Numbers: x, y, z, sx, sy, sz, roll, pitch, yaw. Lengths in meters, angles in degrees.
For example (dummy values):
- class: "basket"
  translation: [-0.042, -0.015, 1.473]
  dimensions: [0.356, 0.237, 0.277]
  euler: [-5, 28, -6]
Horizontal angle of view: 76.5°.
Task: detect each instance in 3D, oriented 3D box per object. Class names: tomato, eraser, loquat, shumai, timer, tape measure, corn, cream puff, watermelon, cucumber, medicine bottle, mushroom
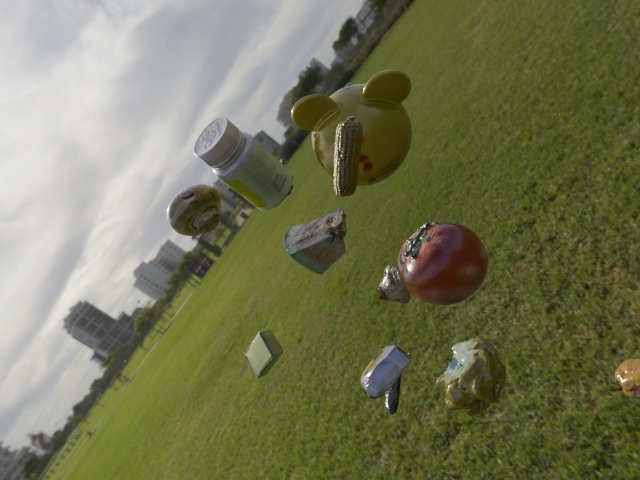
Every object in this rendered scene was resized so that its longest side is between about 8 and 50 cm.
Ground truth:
- class: "tomato"
  translation: [0.448, 0.090, 1.487]
  dimensions: [0.322, 0.321, 0.321]
  euler: [-49, 12, 15]
- class: "eraser"
  translation: [-0.216, 0.428, 1.543]
  dimensions: [0.058, 0.117, 0.172]
  euler: [-10, -36, -44]
- class: "loquat"
  translation: [1.004, 0.438, 1.275]
  dimensions: [0.137, 0.112, 0.137]
  euler: [-35, 41, 38]
- class: "shumai"
  translation: [0.332, 0.225, 1.935]
  dimensions: [0.120, 0.202, 0.201]
  euler: [-21, 1, -20]
- class: "timer"
  translation: [0.127, -0.377, 1.345]
  dimensions: [0.376, 0.375, 0.387]
  euler: [-56, -32, -14]
- class: "tape measure"
  translation: [0.226, 0.444, 1.385]
  dimensions: [0.196, 0.105, 0.178]
  euler: [-51, -8, 2]
- class: "corn"
  translation: [0.067, -0.208, 1.026]
  dimensions: [0.068, 0.068, 0.208]
  euler: [-77, -8, -63]
- class: "cream puff"
  translation: [0.696, 0.611, 1.782]
  dimensions: [0.323, 0.269, 0.274]
  euler: [-54, 10, -22]
- class: "watermelon"
  translation: [-0.001, 0.014, 1.823]
  dimensions: [0.301, 0.151, 0.264]
  euler: [-20, 30, 8]
- class: "cucumber"
  translation: [0.363, 0.747, 2.032]
  dimensions: [0.304, 0.072, 0.081]
  euler: [-66, -16, -57]
- class: "medicine bottle"
  translation: [-0.297, -0.297, 1.621]
  dimensions: [0.213, 0.378, 0.214]
  euler: [-22, 49, 28]
- class: "mushroom"
  translation: [-0.517, -0.121, 1.685]
  dimensions: [0.254, 0.184, 0.255]
  euler: [-33, -16, -11]
